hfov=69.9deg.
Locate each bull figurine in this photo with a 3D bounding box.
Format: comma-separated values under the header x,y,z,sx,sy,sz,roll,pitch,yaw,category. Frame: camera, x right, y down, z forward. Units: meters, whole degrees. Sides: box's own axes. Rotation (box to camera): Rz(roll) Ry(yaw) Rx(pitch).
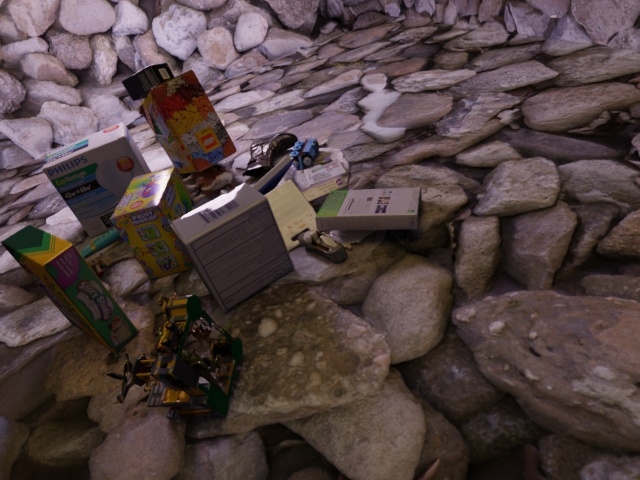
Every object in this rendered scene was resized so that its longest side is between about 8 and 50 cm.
x,y,z,sx,sy,sz,roll,pitch,yaw,category
-0.497,-0.258,2.021,0.189,0.101,0.310,-28,25,-13,bull figurine

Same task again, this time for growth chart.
x,y,z,sx,sy,sz,roll,pitch,yaw,category
0.133,-0.052,1.541,0.237,0.021,0.172,-30,37,-16,growth chart

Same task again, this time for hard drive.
x,y,z,sx,sy,sz,roll,pitch,yaw,category
-0.245,-0.177,1.759,0.318,0.040,0.210,-49,4,-36,hard drive

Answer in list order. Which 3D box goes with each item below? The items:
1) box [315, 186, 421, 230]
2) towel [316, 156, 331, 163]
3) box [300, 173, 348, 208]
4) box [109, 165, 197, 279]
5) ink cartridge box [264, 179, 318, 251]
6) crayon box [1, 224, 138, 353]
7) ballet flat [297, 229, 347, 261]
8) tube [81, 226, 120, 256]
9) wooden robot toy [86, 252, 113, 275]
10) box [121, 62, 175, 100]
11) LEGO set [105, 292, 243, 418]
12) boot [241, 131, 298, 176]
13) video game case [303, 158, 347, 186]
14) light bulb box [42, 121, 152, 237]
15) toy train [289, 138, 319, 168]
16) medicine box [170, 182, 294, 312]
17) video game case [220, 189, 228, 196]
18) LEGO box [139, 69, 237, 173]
x,y,z,sx,sy,sz,roll,pitch,yaw,category
0.165,-0.106,1.511,0.323,0.058,0.232,1,27,15,box
0.015,-0.347,1.979,0.060,0.009,0.083,-19,18,-1,towel
-0.056,-0.150,1.705,0.324,0.067,0.063,-23,62,-6,box
-0.575,-0.067,1.661,0.177,0.279,0.289,-15,36,6,box
-0.119,-0.079,1.617,0.189,0.066,0.232,-33,75,-10,ink cartridge box
-0.754,0.146,1.386,0.313,0.362,0.106,15,48,39,crayon box
0.000,0.000,1.475,0.213,0.068,0.072,28,62,40,ballet flat
-0.914,0.000,1.931,0.207,0.052,0.080,-34,28,-10,tube
-0.880,0.107,1.774,0.174,0.076,0.079,-25,1,-9,wooden robot toy
-0.732,-0.683,1.967,0.159,0.093,0.156,-20,19,18,box
-0.344,0.285,1.088,0.192,0.331,0.254,-9,57,17,LEGO set
-0.227,-0.383,2.108,0.263,0.091,0.228,-16,41,11,boot
0.018,-0.282,1.901,0.158,0.019,0.143,-20,36,-1,video game case
-0.947,-0.271,2.031,0.358,0.360,0.225,-26,36,-9,light bulb box
-0.069,-0.387,2.033,0.105,0.080,0.184,-1,39,14,toy train
-0.258,0.022,1.388,0.264,0.289,0.149,-32,40,-18,medicine box
-0.312,-0.047,1.589,0.023,0.212,0.193,-5,25,-34,video game case
-0.614,-0.509,2.074,0.193,0.372,0.500,-34,19,-19,LEGO box
